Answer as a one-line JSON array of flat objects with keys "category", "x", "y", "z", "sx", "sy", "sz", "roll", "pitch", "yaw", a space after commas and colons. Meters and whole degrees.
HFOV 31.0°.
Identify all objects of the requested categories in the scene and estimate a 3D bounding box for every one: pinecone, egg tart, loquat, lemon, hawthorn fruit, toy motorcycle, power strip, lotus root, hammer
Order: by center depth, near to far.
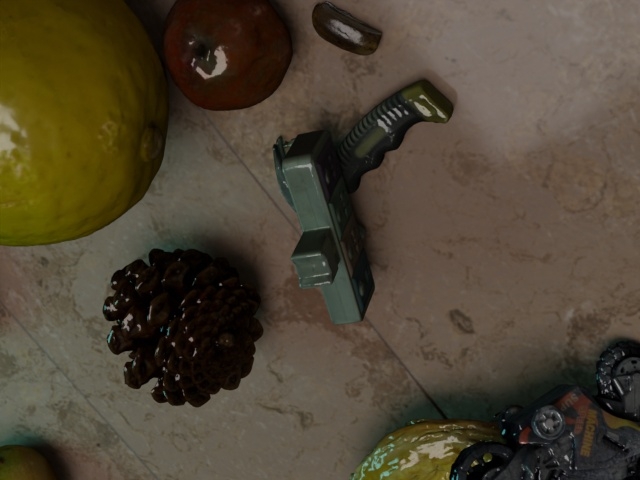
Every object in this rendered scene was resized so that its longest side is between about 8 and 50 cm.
[{"category": "lemon", "x": -0.330, "y": -0.152, "z": 1.252, "sx": 0.348, "sy": 0.348, "sz": 0.348, "roll": 6, "pitch": 118, "yaw": 12}, {"category": "hawthorn fruit", "x": -0.120, "y": -0.212, "z": 1.255, "sx": 0.149, "sy": 0.189, "sz": 0.149, "roll": 5, "pitch": 98, "yaw": 37}, {"category": "lotus root", "x": 0.025, "y": -0.231, "z": 1.283, "sx": 0.083, "sy": 0.030, "sz": 0.037, "roll": 28, "pitch": 122, "yaw": 0}, {"category": "power strip", "x": 0.000, "y": 0.000, "z": 1.298, "sx": 0.061, "sy": 0.145, "sz": 0.216, "roll": -10, "pitch": 114, "yaw": 18}, {"category": "hammer", "x": 0.050, "y": -0.102, "z": 1.337, "sx": 0.159, "sy": 0.041, "sz": 0.226, "roll": 43, "pitch": 120, "yaw": -11}, {"category": "toy motorcycle", "x": 0.296, "y": 0.253, "z": 1.344, "sx": 0.307, "sy": 0.108, "sz": 0.173, "roll": -32, "pitch": 92, "yaw": -15}, {"category": "pinecone", "x": -0.177, "y": 0.100, "z": 1.427, "sx": 0.207, "sy": 0.208, "sz": 0.208, "roll": 6, "pitch": 118, "yaw": 12}, {"category": "egg tart", "x": 0.183, "y": 0.349, "z": 1.485, "sx": 0.315, "sy": 0.120, "sz": 0.315, "roll": 5, "pitch": 110, "yaw": 13}, {"category": "loquat", "x": -0.447, "y": 0.368, "z": 1.661, "sx": 0.163, "sy": 0.137, "sz": 0.163, "roll": 16, "pitch": 135, "yaw": 17}]
